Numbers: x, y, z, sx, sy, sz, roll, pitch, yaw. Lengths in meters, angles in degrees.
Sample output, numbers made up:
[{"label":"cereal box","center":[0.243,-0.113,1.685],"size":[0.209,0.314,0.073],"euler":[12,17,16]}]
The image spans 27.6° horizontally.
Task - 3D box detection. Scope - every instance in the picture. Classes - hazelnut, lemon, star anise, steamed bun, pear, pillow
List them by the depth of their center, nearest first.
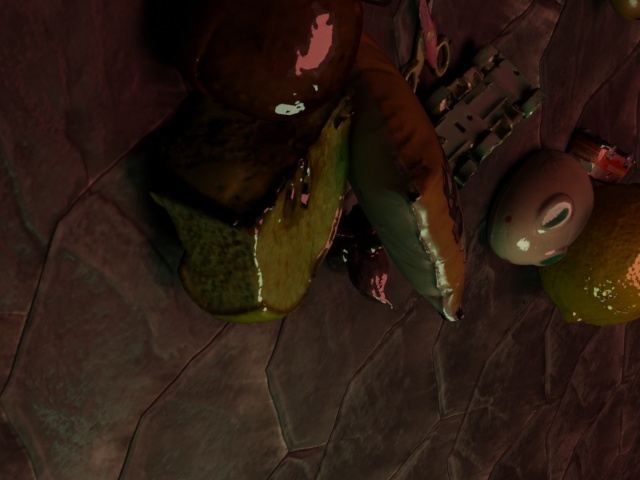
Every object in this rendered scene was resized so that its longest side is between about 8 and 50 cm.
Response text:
[{"label":"hazelnut","center":[-0.056,-0.218,1.335],"size":[0.208,0.208,0.208],"euler":[-38,141,-38]},{"label":"pear","center":[-0.068,-0.042,1.464],"size":[0.238,0.164,0.255],"euler":[-56,156,-32]},{"label":"pillow","center":[0.090,-0.092,1.575],"size":[0.119,0.312,0.310],"euler":[-25,145,3]},{"label":"star anise","center":[0.000,0.000,1.672],"size":[0.227,0.148,0.218],"euler":[4,146,-31]},{"label":"steamed bun","center":[0.381,-0.048,2.195],"size":[0.228,0.131,0.177],"euler":[-40,144,-39]},{"label":"lemon","center":[0.526,0.028,2.370],"size":[0.267,0.267,0.267],"euler":[-38,141,-38]}]

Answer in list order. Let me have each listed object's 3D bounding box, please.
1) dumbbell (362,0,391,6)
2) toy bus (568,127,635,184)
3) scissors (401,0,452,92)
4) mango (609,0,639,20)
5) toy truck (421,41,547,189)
[{"label":"dumbbell","center":[0.060,-0.368,1.466],"size":[0.100,0.100,0.191],"euler":[-3,115,-57]},{"label":"toy bus","center":[0.506,-0.150,2.375],"size":[0.174,0.079,0.077],"euler":[10,114,-59]},{"label":"scissors","center":[0.143,-0.278,1.748],"size":[0.133,0.020,0.187],"euler":[-45,147,-35]},{"label":"mango","center":[0.524,-0.474,2.130],"size":[0.136,0.099,0.227],"euler":[-12,115,-49]},{"label":"toy truck","center":[0.198,-0.163,1.851],"size":[0.259,0.128,0.135],"euler":[-44,176,-29]}]
